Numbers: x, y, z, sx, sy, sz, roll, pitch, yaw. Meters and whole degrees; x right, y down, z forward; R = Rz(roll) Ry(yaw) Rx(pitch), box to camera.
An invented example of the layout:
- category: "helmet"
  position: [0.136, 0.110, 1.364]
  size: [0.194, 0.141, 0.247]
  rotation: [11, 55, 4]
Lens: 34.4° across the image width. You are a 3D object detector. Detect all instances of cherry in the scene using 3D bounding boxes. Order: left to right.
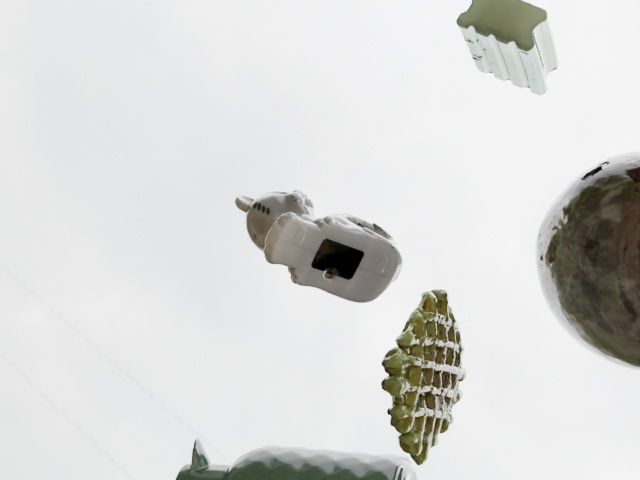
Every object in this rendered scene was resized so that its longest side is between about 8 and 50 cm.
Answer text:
- category: "cherry"
  position: [0.371, 0.026, 1.214]
  size: [0.296, 0.218, 0.255]
  rotation: [161, -91, -78]

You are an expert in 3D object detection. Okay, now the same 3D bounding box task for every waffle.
- category: "waffle"
  position: [0.124, 0.154, 1.180]
  size: [0.036, 0.183, 0.169]
  rotation: [2, -53, 32]

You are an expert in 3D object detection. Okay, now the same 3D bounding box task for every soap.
- category: "soap"
  position: [0.275, -0.286, 1.497]
  size: [0.119, 0.198, 0.066]
  rotation: [27, -92, 20]

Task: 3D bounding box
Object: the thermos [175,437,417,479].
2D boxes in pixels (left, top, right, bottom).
- category: "thermos"
  position: [-0.034, 0.331, 1.226]
  size: [0.286, 0.145, 0.182]
  rotation: [0, -87, 17]

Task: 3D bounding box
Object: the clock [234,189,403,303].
- category: "clock"
  position: [0.000, -0.001, 1.086]
  size: [0.080, 0.176, 0.117]
  rotation: [-63, -147, 12]
